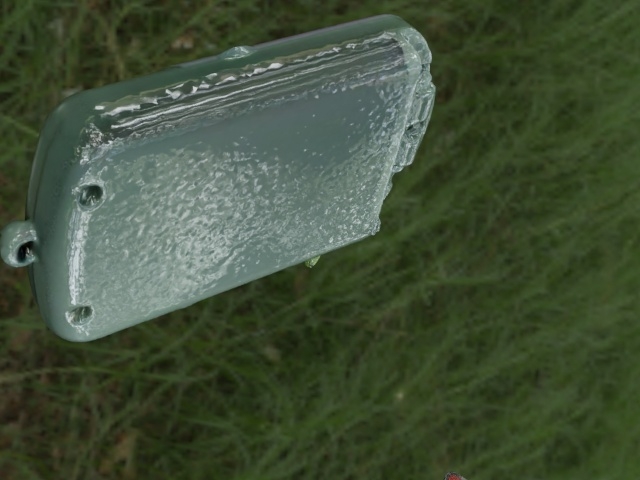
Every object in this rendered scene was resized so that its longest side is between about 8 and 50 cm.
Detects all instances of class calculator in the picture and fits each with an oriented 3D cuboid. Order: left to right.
[{"bbox_3d":[-0.042,-0.031,0.624,0.246,0.045,0.141,-21,143,-31],"label":"calculator"}]

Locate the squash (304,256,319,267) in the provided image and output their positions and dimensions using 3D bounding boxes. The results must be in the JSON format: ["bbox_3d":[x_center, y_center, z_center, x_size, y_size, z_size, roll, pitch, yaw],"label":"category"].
[{"bbox_3d":[-0.001,0.000,1.850,0.089,0.027,0.027,-63,147,-17],"label":"squash"}]

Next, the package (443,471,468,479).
[{"bbox_3d":[0.170,0.428,1.602,0.154,0.030,0.239,41,62,-34],"label":"package"}]
